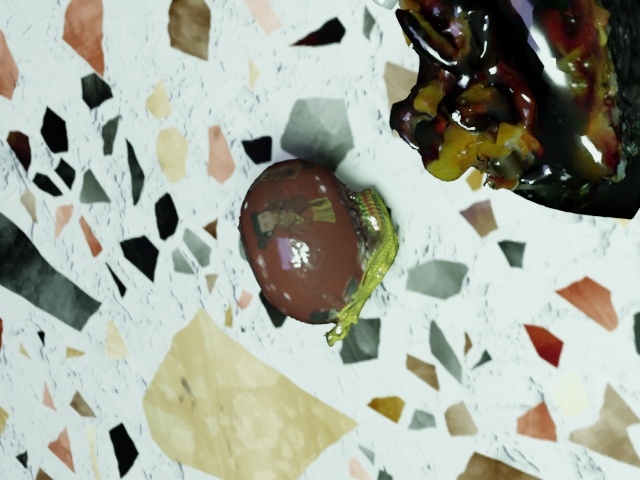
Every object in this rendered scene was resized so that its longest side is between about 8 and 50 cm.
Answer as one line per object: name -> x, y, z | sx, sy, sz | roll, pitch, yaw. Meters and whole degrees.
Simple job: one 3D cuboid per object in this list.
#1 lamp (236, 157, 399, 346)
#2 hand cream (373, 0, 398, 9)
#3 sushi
lamp -> -0.001, -0.003, 1.661 | 0.135, 0.156, 0.157 | -24, 131, 5
hand cream -> 0.111, -0.301, 1.508 | 0.084, 0.050, 0.257 | 38, 121, 18
sushi -> 0.162, -0.144, 1.405 | 0.215, 0.212, 0.227 | 14, 110, 14
